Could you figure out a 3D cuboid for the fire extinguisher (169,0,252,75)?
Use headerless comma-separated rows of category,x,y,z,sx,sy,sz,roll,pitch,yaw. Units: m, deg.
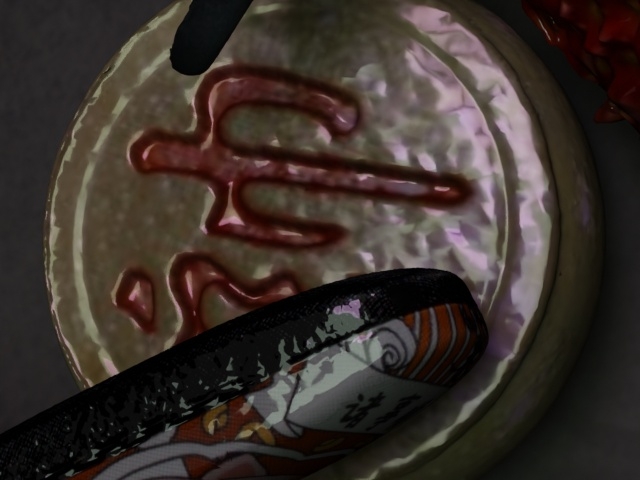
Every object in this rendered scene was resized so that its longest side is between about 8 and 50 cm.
fire extinguisher,0.043,-0.251,0.600,0.113,0.200,0.376,25,66,10

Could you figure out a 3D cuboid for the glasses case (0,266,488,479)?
glasses case,-0.057,0.082,0.575,0.267,0.103,0.067,-26,78,16

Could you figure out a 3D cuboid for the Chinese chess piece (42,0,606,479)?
Chinese chess piece,0.000,0.000,0.680,0.270,0.112,0.270,-3,81,19

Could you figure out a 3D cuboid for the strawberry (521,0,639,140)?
strawberry,0.194,-0.159,0.522,0.292,0.343,0.292,-4,74,15
